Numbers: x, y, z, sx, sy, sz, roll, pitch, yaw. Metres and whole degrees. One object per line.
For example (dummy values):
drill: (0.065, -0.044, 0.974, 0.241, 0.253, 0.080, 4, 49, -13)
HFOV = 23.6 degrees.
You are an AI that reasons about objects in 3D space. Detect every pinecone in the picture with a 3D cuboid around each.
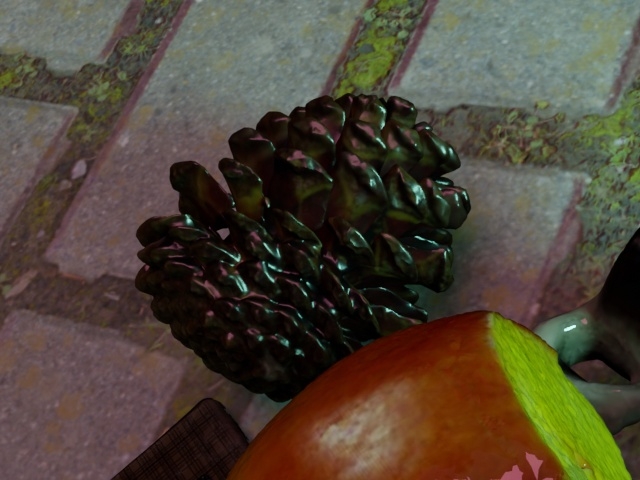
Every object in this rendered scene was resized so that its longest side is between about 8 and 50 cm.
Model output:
pinecone: (-0.003, -0.002, 1.245, 0.246, 0.246, 0.292, 16, 46, 33)

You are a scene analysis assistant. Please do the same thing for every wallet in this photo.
wallet: (-0.074, 0.234, 1.224, 0.124, 0.042, 0.230, -39, 51, -8)

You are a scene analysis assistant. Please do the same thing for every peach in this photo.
peach: (0.050, 0.199, 0.943, 0.380, 0.306, 0.242, -54, 51, 34)

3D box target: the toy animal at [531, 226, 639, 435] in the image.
toy animal: (0.316, 0.105, 1.038, 0.302, 0.194, 0.344, -33, 46, -6)
